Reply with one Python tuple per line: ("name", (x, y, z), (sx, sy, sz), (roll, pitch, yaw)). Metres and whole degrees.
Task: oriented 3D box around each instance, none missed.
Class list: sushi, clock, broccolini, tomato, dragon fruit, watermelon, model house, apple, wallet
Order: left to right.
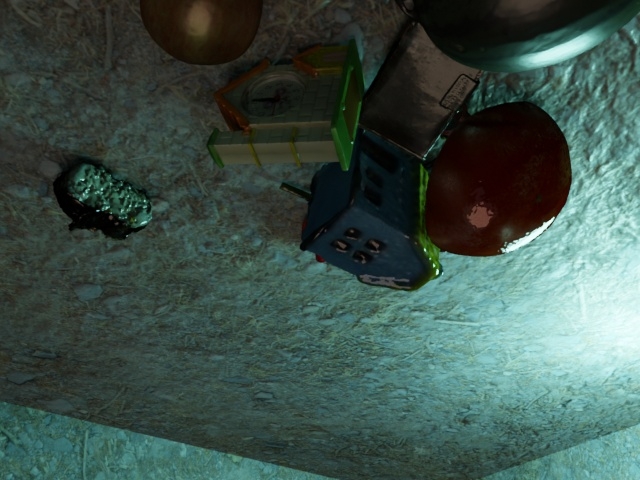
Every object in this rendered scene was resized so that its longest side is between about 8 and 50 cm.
("sushi", (-0.488, -0.072, 1.402), (0.115, 0.147, 0.212), (-30, 136, 35))
("apple", (-0.178, -0.370, 0.962), (0.188, 0.188, 0.174), (16, 136, -17))
("clock", (-0.065, -0.235, 1.116), (0.255, 0.220, 0.106), (0, 145, 16))
("broccolini", (0.017, -0.084, 1.446), (0.238, 0.051, 0.054), (17, -175, -16))
("model house", (0.128, -0.043, 1.305), (0.303, 0.237, 0.215), (31, 134, -23))
("wallet", (0.193, -0.296, 1.122), (0.168, 0.044, 0.317), (25, 133, -7))
("dragon fruit", (0.255, -0.231, 1.226), (0.083, 0.056, 0.060), (-31, 131, 34))
("tomato", (0.361, -0.095, 1.195), (0.338, 0.143, 0.339), (-18, 124, -28))
("watermelon", (0.275, -0.374, 0.858), (0.359, 0.279, 0.279), (-17, 139, 21))

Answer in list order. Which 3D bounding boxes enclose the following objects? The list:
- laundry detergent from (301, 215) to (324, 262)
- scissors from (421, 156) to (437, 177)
("laundry detergent", (0.000, 0.000, 1.549), (0.097, 0.049, 0.165), (10, 144, 2))
("scissors", (0.267, -0.177, 1.323), (0.109, 0.022, 0.300), (16, 141, -17))
